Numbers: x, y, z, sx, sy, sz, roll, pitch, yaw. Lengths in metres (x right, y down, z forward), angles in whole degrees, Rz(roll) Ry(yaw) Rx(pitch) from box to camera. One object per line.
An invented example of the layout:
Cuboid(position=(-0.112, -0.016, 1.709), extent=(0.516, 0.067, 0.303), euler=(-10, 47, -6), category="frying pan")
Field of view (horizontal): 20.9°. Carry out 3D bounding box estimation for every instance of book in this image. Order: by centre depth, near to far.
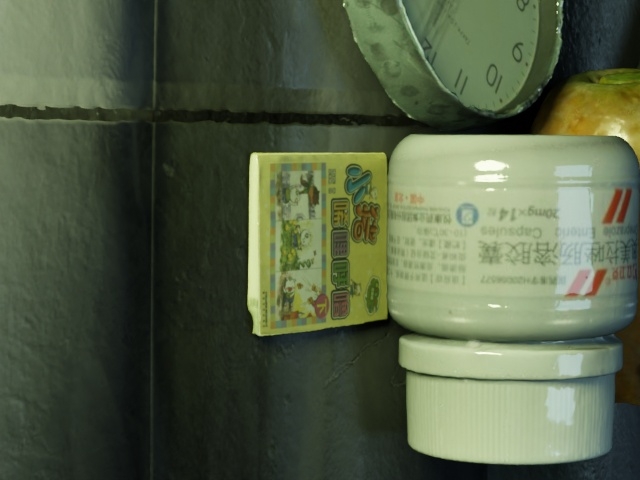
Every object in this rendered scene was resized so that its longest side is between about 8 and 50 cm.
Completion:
Cuboid(position=(0.000, 0.000, 1.638), extent=(0.192, 0.013, 0.168), euler=(-4, 96, -50), category="book")

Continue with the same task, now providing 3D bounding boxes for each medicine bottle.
Cuboid(position=(0.185, 0.050, 1.677), extent=(0.245, 0.245, 0.306), euler=(-5, 97, -49), category="medicine bottle")

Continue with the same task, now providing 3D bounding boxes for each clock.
Cuboid(position=(0.133, -0.263, 1.698), extent=(0.312, 0.061, 0.313), euler=(13, 73, -48), category="clock")

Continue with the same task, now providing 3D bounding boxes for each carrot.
Cuboid(position=(0.336, -0.009, 1.869), extent=(0.224, 0.224, 0.341), euler=(-19, 111, -47), category="carrot")

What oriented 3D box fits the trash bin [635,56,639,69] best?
Cuboid(position=(0.450, -0.215, 2.041), extent=(0.161, 0.175, 0.175), euler=(-55, 131, -14), category="trash bin")
